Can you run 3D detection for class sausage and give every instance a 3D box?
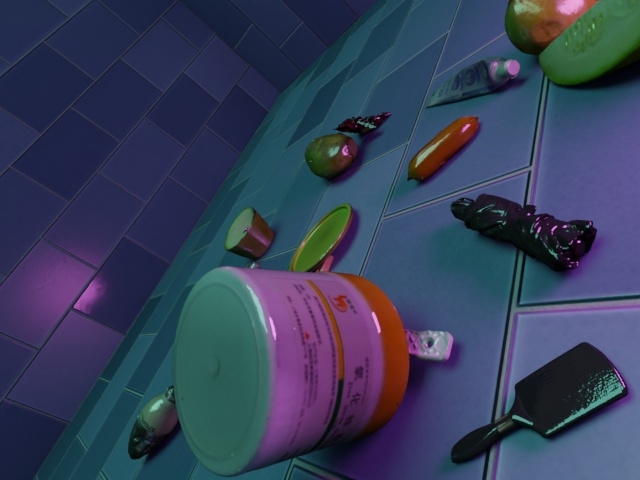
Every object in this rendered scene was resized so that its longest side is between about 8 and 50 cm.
[{"bbox_3d":[0.245,-0.187,0.811,0.183,0.054,0.062,-42,54,18],"label":"sausage"}]

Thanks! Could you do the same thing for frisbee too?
[{"bbox_3d":[0.000,0.000,1.005,0.236,0.017,0.236,-45,17,18],"label":"frisbee"}]

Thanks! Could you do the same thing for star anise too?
[{"bbox_3d":[0.130,-0.354,1.214,0.157,0.053,0.212,1,18,28],"label":"star anise"}]

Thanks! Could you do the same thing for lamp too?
[{"bbox_3d":[-0.432,0.479,1.052,0.250,0.101,0.101,-56,23,11],"label":"lamp"}]

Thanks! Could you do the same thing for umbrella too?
[{"bbox_3d":[0.257,-0.022,0.556,0.066,0.059,0.236,-36,24,-6],"label":"umbrella"}]

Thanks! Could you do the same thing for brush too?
[{"bbox_3d":[0.210,0.178,0.412,0.193,0.016,0.063,-42,25,20],"label":"brush"}]

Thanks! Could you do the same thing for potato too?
[{"bbox_3d":[0.034,-0.258,1.224,0.149,0.113,0.251,-52,31,-8],"label":"potato"}]

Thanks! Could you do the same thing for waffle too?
[{"bbox_3d":[-0.023,0.105,0.923,0.098,0.023,0.152,-23,38,45],"label":"waffle"}]

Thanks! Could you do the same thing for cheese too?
[{"bbox_3d":[0.091,0.157,0.612,0.255,0.050,0.127,-14,44,55],"label":"cheese"}]

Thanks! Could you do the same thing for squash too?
[{"bbox_3d":[0.416,-0.298,0.552,0.289,0.203,0.111,-11,85,52],"label":"squash"},{"bbox_3d":[-0.240,-0.015,1.359,0.170,0.123,0.170,-40,27,25],"label":"squash"}]

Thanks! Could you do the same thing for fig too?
[{"bbox_3d":[0.417,-0.405,0.727,0.153,0.120,0.136,-17,20,-8],"label":"fig"}]

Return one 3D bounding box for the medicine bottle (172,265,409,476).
[{"bbox_3d":[-0.042,0.158,0.533,0.238,0.232,0.237,-8,78,46],"label":"medicine bottle"}]

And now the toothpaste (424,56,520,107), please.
[{"bbox_3d":[0.329,-0.352,0.896,0.301,0.048,0.075,-143,63,-73],"label":"toothpaste"}]

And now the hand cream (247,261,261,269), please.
[{"bbox_3d":[-0.273,0.216,1.191,0.340,0.078,0.124,-60,24,3],"label":"hand cream"}]
